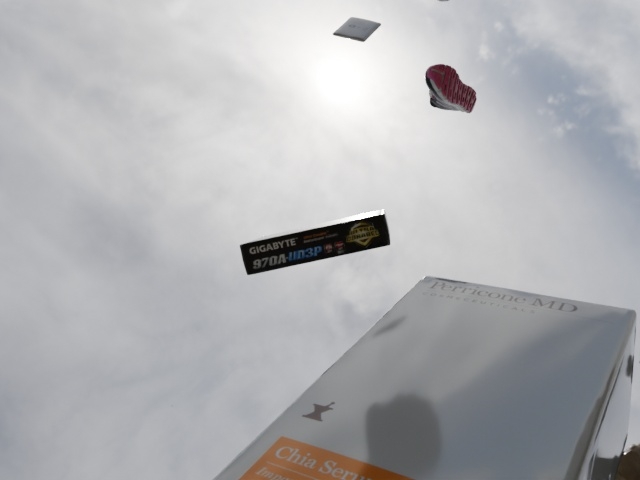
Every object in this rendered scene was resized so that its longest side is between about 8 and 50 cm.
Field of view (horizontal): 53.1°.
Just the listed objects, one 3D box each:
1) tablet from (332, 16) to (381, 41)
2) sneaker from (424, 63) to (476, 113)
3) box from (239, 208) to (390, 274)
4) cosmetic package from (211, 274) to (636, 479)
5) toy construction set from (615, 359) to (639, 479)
[{"bbox_3d":[0.058,-0.332,1.004,0.054,0.006,0.083,18,-139,15],"label":"tablet"},{"bbox_3d":[0.230,-0.284,1.211,0.170,0.075,0.063,13,-93,-53],"label":"sneaker"},{"bbox_3d":[0.000,0.000,1.009,0.220,0.175,0.051,-12,-87,7],"label":"box"},{"bbox_3d":[0.098,0.200,0.522,0.453,0.230,0.161,-33,-56,-51],"label":"cosmetic package"},{"bbox_3d":[0.489,0.315,1.023,0.257,0.237,0.309,24,-106,23],"label":"toy construction set"}]
